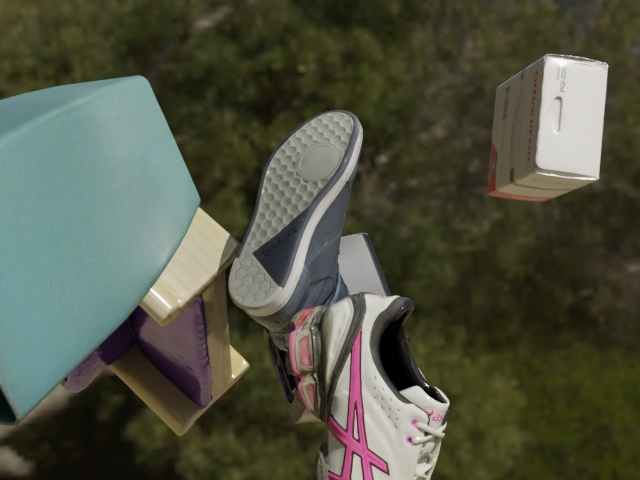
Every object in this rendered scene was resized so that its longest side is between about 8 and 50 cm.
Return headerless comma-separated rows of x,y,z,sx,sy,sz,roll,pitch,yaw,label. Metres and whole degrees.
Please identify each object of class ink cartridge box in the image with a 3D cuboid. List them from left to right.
0.297,-0.144,2.384,0.092,0.159,0.218,7,-7,-9,ink cartridge box

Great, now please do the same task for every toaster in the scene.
0.018,0.111,2.074,0.110,0.186,0.168,-7,-33,-21,toaster

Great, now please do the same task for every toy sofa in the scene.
-0.188,0.088,1.929,0.177,0.150,0.362,-44,-17,-19,toy sofa

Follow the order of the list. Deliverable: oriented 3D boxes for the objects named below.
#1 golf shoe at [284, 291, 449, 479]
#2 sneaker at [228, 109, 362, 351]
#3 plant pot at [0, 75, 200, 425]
0.039,0.123,1.083,0.086,0.186,0.067,-16,-1,32,golf shoe
-0.002,0.000,1.758,0.086,0.226,0.163,14,-22,31,sneaker
-0.208,-0.013,1.229,0.165,0.166,0.234,-2,30,44,plant pot
